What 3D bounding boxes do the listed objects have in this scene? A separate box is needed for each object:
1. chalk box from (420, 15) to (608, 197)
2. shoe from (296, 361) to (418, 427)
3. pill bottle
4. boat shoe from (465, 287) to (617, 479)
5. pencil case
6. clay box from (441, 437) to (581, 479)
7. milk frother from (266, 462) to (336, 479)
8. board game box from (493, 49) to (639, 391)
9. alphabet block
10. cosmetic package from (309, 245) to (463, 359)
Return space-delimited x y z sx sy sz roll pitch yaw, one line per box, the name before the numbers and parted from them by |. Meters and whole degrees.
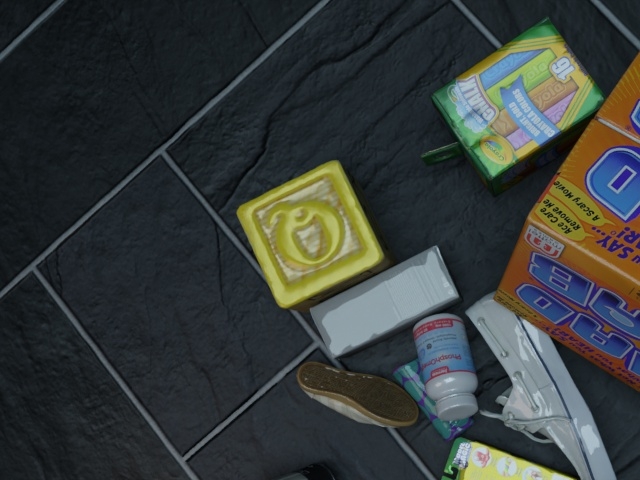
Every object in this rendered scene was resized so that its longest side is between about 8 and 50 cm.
chalk box | 0.302 -0.195 1.654 0.289 0.180 0.179 -34 78 8
shoe | 0.063 0.268 1.722 0.219 0.058 0.076 21 58 9
pill bottle | 0.206 0.206 1.624 0.087 0.087 0.160 -16 58 10
boat shoe | 0.335 0.256 1.621 0.157 0.136 0.367 -28 76 8
pencil case | 0.191 0.264 1.682 0.064 0.070 0.151 -38 77 -2
clay box | 0.311 0.416 1.650 0.222 0.053 0.127 19 88 14
milk frother | -0.049 0.463 1.678 0.129 0.135 0.143 -32 72 40
board game box | 0.514 -0.010 1.454 0.356 0.356 0.356 33 73 13
alphabet block | 0.000 0.000 1.685 0.194 0.197 0.192 -28 80 7
cosmetic package | 0.114 0.108 1.688 0.238 0.127 0.107 -24 80 7
